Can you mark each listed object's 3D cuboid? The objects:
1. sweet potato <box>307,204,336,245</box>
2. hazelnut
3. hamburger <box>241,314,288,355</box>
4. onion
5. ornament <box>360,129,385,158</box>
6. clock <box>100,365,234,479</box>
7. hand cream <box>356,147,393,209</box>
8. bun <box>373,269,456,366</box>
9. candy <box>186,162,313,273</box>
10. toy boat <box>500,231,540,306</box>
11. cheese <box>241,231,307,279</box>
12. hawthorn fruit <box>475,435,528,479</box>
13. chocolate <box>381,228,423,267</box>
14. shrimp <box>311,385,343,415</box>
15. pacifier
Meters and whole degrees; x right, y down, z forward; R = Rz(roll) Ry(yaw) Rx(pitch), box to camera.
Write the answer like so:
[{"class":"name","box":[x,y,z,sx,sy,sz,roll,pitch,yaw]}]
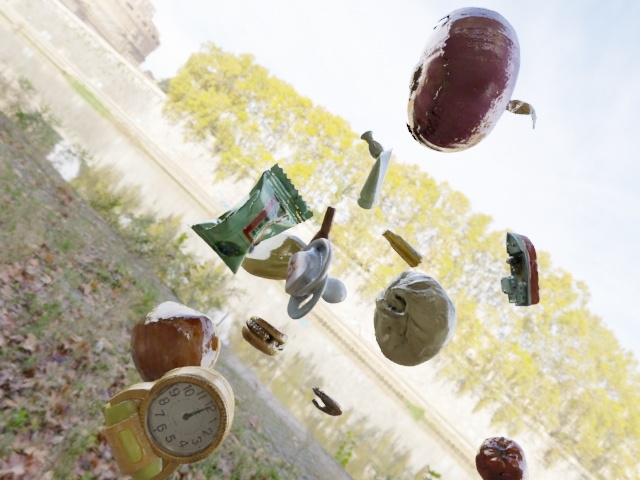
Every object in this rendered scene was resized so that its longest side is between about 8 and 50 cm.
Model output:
[{"class":"sweet potato","box":[0.000,0.000,2.256,0.109,0.385,0.109,24,24,-11]},{"class":"hazelnut","box":[-0.543,0.413,1.698,0.315,0.373,0.372,2,12,-22]},{"class":"hamburger","box":[-0.224,0.377,1.795,0.181,0.118,0.191,28,-17,6]},{"class":"onion","box":[0.377,-0.401,1.149,0.344,0.358,0.358,-4,-23,17]},{"class":"ornament","box":[0.260,-0.465,2.227,0.156,0.074,0.081,65,6,25]},{"class":"clock","box":[-0.376,0.456,1.180,0.200,0.317,0.244,-64,128,-86]},{"class":"hand cream","box":[0.259,-0.285,2.125,0.093,0.306,0.147,33,33,18]},{"class":"bun","box":[0.344,0.290,1.715,0.326,0.362,0.234,13,-17,40]},{"class":"candy","box":[-0.241,-0.077,1.650,0.172,0.398,0.263,37,-18,52]},{"class":"toy boat","box":[0.863,0.125,1.999,0.133,0.332,0.145,-1,-7,-5]},{"class":"cheese","box":[-0.160,0.070,1.925,0.315,0.260,0.128,9,-41,33]},{"class":"hawthorn fruit","box":[0.576,0.718,1.449,0.173,0.173,0.179,40,-10,28]},{"class":"chocolate","box":[0.371,0.032,2.091,0.219,0.086,0.085,41,-5,-5]},{"class":"shrimp","box":[0.012,0.805,2.258,0.143,0.052,0.251,-17,-62,32]},{"class":"pacifier","box":[0.002,0.129,1.396,0.207,0.227,0.279,34,35,-25]}]
